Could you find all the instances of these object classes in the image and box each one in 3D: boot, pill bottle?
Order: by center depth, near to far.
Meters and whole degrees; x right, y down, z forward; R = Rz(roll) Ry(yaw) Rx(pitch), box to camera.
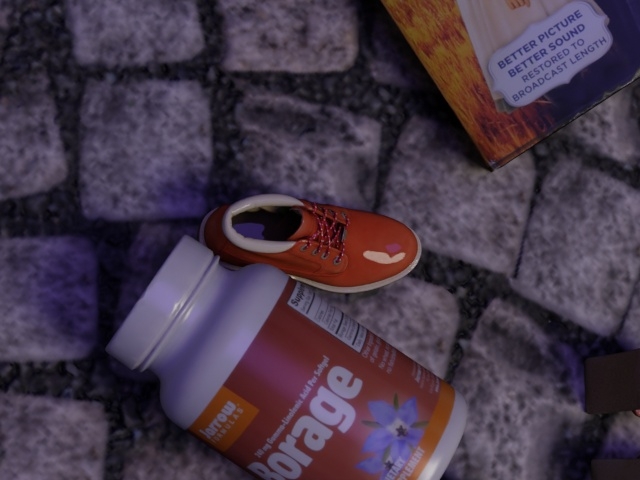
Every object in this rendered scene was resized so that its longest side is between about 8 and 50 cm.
[{"bbox_3d":[-0.024,0.093,0.820,0.216,0.121,0.121,34,75,-5],"label":"pill bottle"},{"bbox_3d":[0.000,0.000,0.862,0.158,0.084,0.059,3,78,-14],"label":"boot"}]

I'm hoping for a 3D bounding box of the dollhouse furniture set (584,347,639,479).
[{"bbox_3d":[0.335,0.084,0.895,0.262,0.135,0.259,2,80,-12],"label":"dollhouse furniture set"}]

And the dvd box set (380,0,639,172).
[{"bbox_3d":[0.136,-0.305,0.900,0.307,0.062,0.420,-32,88,8],"label":"dvd box set"}]
